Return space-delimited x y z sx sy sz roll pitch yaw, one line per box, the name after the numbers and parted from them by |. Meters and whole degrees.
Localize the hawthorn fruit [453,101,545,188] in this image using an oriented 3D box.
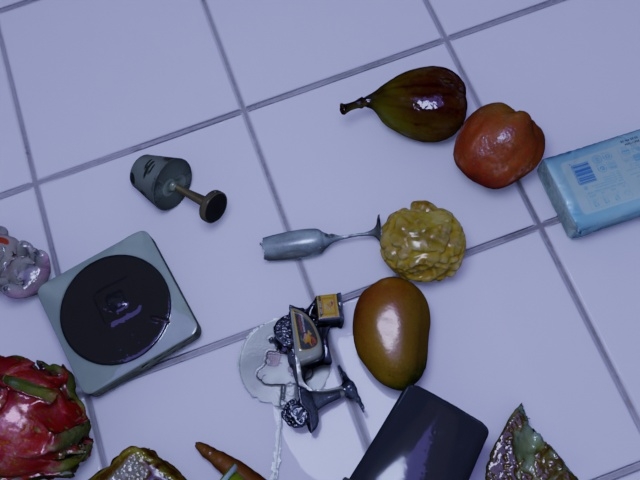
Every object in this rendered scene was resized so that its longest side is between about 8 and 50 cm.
0.366 -0.193 1.543 0.189 0.189 0.189 -1 70 4 | hawthorn fruit

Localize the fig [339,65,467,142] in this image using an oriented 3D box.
0.176 -0.289 1.600 0.274 0.145 0.170 -3 63 -5 | fig

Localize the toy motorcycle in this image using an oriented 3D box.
-0.010 0.239 1.454 0.157 0.091 0.263 -6 66 -6 | toy motorcycle

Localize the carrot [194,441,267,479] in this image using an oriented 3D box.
-0.107 0.478 1.401 0.336 0.069 0.069 33 76 21 | carrot

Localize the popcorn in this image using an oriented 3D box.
0.206 0.000 1.497 0.180 0.170 0.180 -1 88 13 | popcorn

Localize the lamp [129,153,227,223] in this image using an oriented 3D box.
-0.302 -0.112 1.588 0.214 0.121 0.121 26 74 27 | lamp

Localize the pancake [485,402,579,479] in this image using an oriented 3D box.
0.398 0.486 1.362 0.197 0.054 0.377 -1 72 5 | pancake

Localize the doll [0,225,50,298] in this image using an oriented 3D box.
-0.659 0.051 1.575 0.192 0.095 0.149 24 68 14 | doll

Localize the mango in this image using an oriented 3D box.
0.136 0.178 1.452 0.151 0.120 0.221 4 70 11 | mango

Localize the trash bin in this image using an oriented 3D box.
0.161 0.427 1.334 0.209 0.182 0.290 27 69 15 | trash bin

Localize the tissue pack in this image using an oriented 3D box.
0.608 -0.121 1.544 0.263 0.089 0.177 -17 71 -5 | tissue pack

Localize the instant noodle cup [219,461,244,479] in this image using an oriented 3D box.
-0.163 0.567 1.257 0.221 0.311 0.311 39 77 7 | instant noodle cup

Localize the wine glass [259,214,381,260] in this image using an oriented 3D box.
0.000 0.000 1.559 0.262 0.074 0.074 -9 70 3 | wine glass

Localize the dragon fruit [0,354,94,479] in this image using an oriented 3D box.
-0.575 0.338 1.399 0.302 0.237 0.231 16 93 -1 | dragon fruit

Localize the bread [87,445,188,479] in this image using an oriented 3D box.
-0.361 0.497 1.392 0.181 0.096 0.222 42 78 14 | bread

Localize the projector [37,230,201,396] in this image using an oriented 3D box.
-0.409 0.148 1.527 0.257 0.079 0.259 -30 71 -6 | projector

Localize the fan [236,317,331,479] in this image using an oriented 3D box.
-0.077 0.309 1.480 0.190 0.009 0.329 2 68 2 | fan
